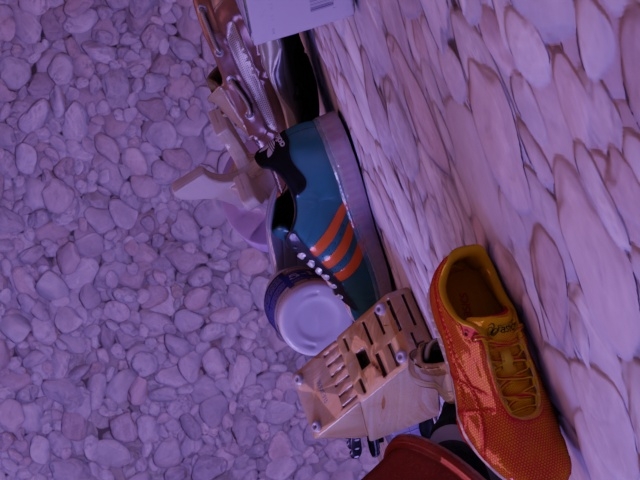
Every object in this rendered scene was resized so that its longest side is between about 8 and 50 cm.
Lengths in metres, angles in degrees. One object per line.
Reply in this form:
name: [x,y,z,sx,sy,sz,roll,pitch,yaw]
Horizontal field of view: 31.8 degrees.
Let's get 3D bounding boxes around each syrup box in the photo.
syrup box: [-0.055,-0.293,0.954,0.093,0.096,0.237,81,169,-63]

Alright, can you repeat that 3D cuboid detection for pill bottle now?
pill bottle: [-0.026,0.098,1.691,0.187,0.112,0.112,-146,36,-73]

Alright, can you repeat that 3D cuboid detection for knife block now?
knife block: [0.102,0.172,1.375,0.276,0.242,0.088,-45,55,35]

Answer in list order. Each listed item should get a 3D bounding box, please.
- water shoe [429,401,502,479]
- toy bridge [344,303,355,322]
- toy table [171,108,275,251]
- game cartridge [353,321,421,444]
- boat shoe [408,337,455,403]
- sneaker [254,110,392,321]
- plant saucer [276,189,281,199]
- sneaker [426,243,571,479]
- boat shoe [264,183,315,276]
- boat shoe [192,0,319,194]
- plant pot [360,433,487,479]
water shoe: [0.154,0.232,1.033,0.080,0.073,0.203,-69,-34,-51]
toy bridge: [0.057,0.073,1.504,0.026,0.063,0.188,-10,103,43]
toy table: [-0.131,-0.120,2.067,0.274,0.252,0.161,51,-179,41]
game cartridge: [0.087,0.191,1.751,0.355,0.068,0.230,-120,7,-70]
boat shoe: [0.113,0.112,1.036,0.135,0.050,0.045,-163,56,-73]
sneaker: [0.004,-0.010,1.386,0.108,0.121,0.302,-116,7,-61]
plant saucer: [0.000,0.000,1.617,0.200,0.037,0.200,48,171,10]
sneaker: [0.114,0.085,0.741,0.067,0.064,0.175,100,149,-63]
boat shoe: [-0.042,0.023,1.836,0.094,0.109,0.302,-174,87,-80]
boat shoe: [-0.078,-0.200,1.384,0.122,0.120,0.324,-76,-21,-52]
plant pot: [0.044,0.348,0.928,0.272,0.265,0.272,46,157,27]
